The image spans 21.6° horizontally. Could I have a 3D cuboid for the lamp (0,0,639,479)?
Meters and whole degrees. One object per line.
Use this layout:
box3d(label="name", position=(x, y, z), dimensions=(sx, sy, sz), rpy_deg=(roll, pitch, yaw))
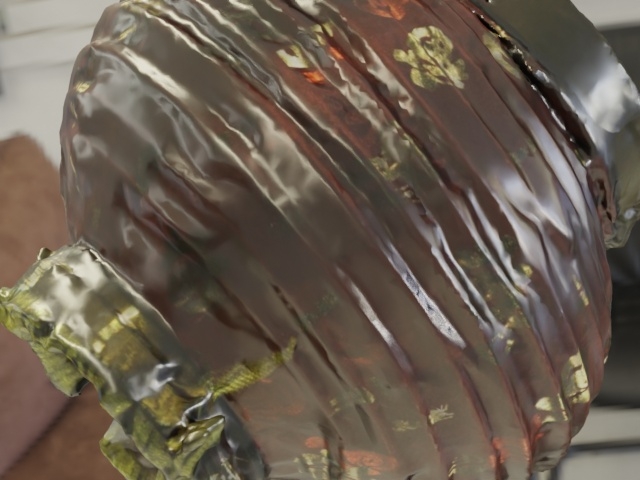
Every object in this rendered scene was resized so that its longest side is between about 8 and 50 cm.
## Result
box3d(label="lamp", position=(0.000, 0.000, 0.627), dimensions=(0.247, 0.247, 0.247), rpy_deg=(-9, 19, 3))
